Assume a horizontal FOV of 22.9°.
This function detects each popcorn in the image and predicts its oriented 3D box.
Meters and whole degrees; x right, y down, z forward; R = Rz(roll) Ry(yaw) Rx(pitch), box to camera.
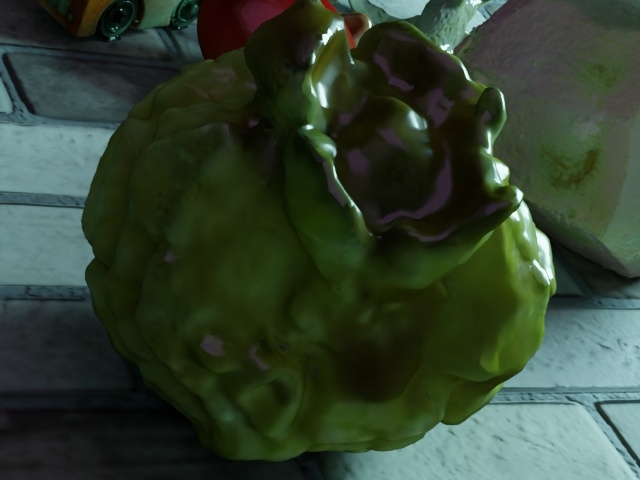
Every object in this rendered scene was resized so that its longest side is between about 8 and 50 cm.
[{"bbox_3d":[0.000,0.000,0.903,0.257,0.270,0.224,-24,28,10],"label":"popcorn"}]

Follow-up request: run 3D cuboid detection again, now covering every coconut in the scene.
[{"bbox_3d":[0.235,-0.090,1.217,0.233,0.233,0.245,-10,35,-42],"label":"coconut"}]

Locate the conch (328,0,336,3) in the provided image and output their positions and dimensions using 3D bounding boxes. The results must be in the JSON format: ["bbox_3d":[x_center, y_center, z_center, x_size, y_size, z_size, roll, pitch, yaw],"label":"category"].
[{"bbox_3d":[0.013,-0.259,1.392,0.255,0.127,0.158,3,-14,30],"label":"conch"}]

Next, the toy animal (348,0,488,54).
[{"bbox_3d":[0.095,-0.197,1.404,0.219,0.095,0.155,34,28,22],"label":"toy animal"}]

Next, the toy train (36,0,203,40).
[{"bbox_3d":[-0.144,-0.224,1.288,0.072,0.099,0.188,39,35,28],"label":"toy train"}]

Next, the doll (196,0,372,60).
[{"bbox_3d":[-0.020,-0.135,1.248,0.217,0.085,0.183,38,45,3],"label":"doll"}]
